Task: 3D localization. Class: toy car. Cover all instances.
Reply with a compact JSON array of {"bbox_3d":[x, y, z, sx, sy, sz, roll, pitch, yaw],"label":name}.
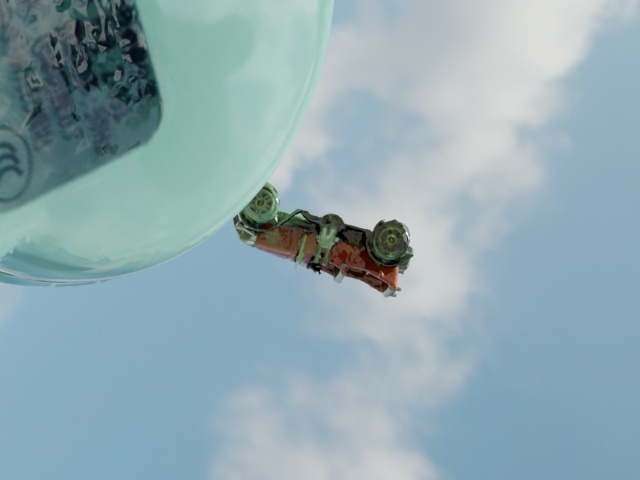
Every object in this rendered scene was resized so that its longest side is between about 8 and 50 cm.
[{"bbox_3d":[0.000,0.000,1.090,0.073,0.143,0.054,120,-15,-77],"label":"toy car"}]

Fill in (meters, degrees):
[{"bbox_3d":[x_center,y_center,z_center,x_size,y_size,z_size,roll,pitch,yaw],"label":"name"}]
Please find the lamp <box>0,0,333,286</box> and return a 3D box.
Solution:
[{"bbox_3d":[-0.105,-0.077,0.461,0.147,0.209,0.284,-2,-154,29],"label":"lamp"}]
